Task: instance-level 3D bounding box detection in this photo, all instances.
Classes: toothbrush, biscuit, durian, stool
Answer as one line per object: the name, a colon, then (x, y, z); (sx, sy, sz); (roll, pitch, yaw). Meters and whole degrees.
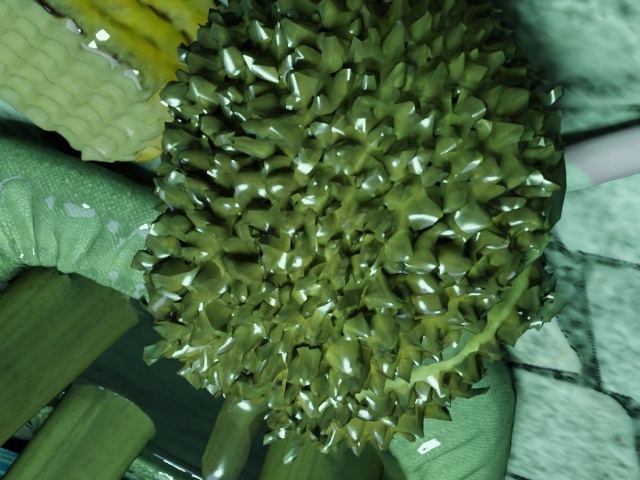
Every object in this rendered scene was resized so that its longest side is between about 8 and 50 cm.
toothbrush: (0.140, -0.039, 0.633); (0.020, 0.025, 0.286); (43, 148, -23)
biscuit: (-0.196, -0.159, 0.708); (0.379, 0.054, 0.094); (37, 151, -14)
durian: (0.000, 0.000, 0.644); (0.167, 0.196, 0.196); (14, 147, 22)
stool: (-0.086, 0.140, 0.907); (0.310, 0.226, 0.310); (21, 150, 12)

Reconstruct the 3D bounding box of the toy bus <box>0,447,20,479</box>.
toy bus: (-0.232, 0.200, 1.216); (0.246, 0.134, 0.113); (15, 147, 22)
